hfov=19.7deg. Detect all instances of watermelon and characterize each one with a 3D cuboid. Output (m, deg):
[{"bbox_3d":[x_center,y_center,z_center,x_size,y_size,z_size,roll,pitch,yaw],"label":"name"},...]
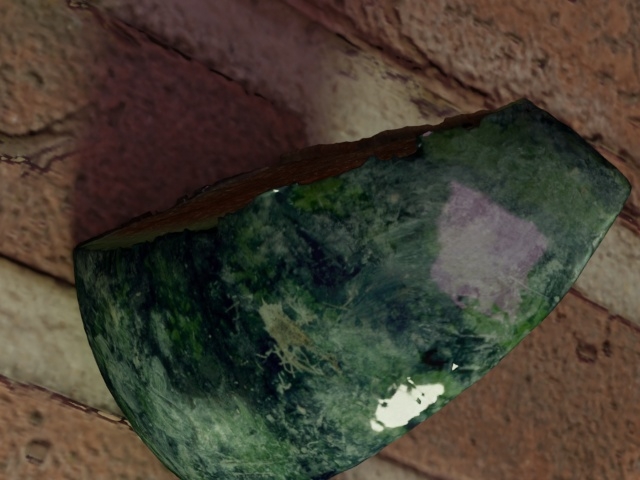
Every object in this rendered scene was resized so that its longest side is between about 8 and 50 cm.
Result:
[{"bbox_3d":[0.000,0.000,0.983,0.148,0.318,0.226,49,26,-18],"label":"watermelon"}]
